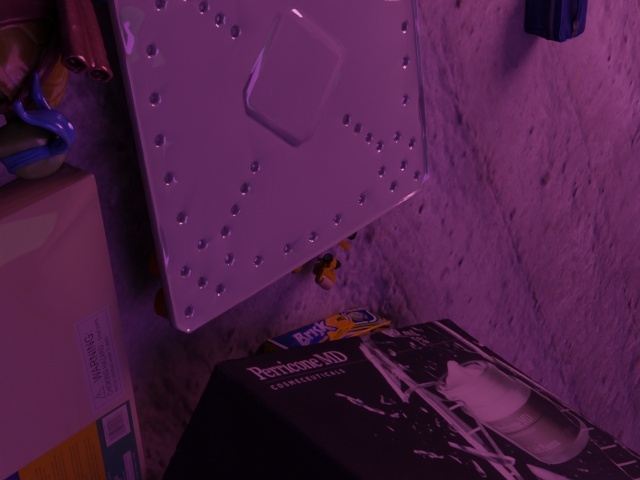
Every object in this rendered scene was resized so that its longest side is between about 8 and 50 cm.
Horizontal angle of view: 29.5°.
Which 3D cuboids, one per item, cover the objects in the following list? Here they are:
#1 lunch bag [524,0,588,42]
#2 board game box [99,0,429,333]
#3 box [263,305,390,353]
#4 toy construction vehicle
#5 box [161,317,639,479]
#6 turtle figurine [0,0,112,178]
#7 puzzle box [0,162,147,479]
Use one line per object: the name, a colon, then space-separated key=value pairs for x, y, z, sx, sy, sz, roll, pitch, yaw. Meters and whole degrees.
lunch bag: x=0.309 y=-0.308 z=1.562 sx=0.067 sy=0.065 sz=0.098 roll=-29 pitch=130 yaw=-40
board game box: x=-0.042 y=-0.161 z=1.187 sx=0.390 sy=0.050 sz=0.389 roll=-31 pitch=125 yaw=-39
box: x=0.008 y=0.130 z=1.418 sx=0.169 sy=0.054 sz=0.059 roll=-17 pitch=121 yaw=-47
toy construction vehicle: x=0.000 y=0.000 z=1.363 sx=0.086 sy=0.035 sz=0.098 roll=33 pitch=73 yaw=-54
box: x=0.140 y=0.344 z=1.278 sx=0.480 sy=0.472 sz=0.297 roll=-4 pitch=123 yaw=-56
turtle figurine: x=-0.276 y=-0.170 z=0.872 sx=0.198 sy=0.275 sz=0.266 roll=-12 pitch=98 yaw=-23
puzzle box: x=-0.288 y=0.164 z=1.068 sx=0.272 sy=0.052 sz=0.408 roll=-32 pitch=131 yaw=-39
